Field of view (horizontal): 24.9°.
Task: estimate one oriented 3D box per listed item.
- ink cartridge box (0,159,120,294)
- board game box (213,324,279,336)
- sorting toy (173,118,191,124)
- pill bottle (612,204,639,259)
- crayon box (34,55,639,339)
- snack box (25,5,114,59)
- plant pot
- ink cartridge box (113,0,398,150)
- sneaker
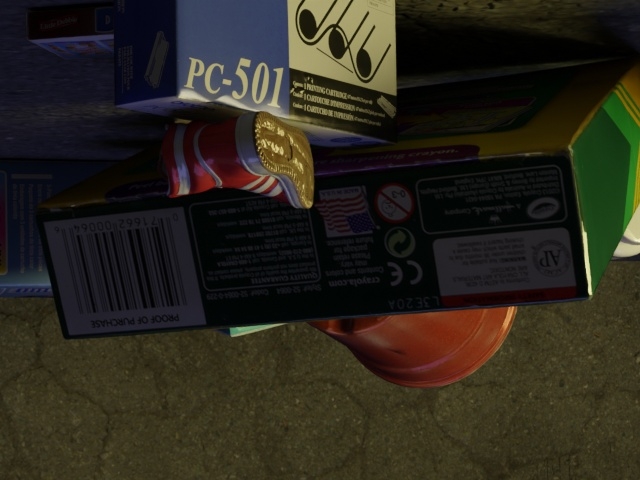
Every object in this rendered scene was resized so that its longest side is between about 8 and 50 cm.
[{"bbox_3d":[-0.253,-0.008,1.734,0.396,0.151,0.270,-1,176,-17],"label":"ink cartridge box"},{"bbox_3d":[0.000,0.000,1.360,0.336,0.079,0.254,-12,-168,-29],"label":"board game box"},{"bbox_3d":[-0.064,-0.092,1.341,0.132,0.046,0.274,-1,175,0],"label":"sorting toy"},{"bbox_3d":[0.371,-0.030,1.846,0.108,0.107,0.180,0,175,-13],"label":"pill bottle"},{"bbox_3d":[0.036,-0.036,1.039,0.363,0.106,0.313,-5,-166,22],"label":"crayon box"},{"bbox_3d":[-0.093,-0.136,0.927,0.178,0.022,0.064,-2,176,11],"label":"snack box"},{"bbox_3d":[0.089,0.041,1.881,0.272,0.272,0.265,-3,166,25],"label":"plant pot"},{"bbox_3d":[-0.029,-0.110,0.805,0.046,0.097,0.207,-5,175,35],"label":"ink cartridge box"},{"bbox_3d":[-0.046,-0.040,0.782,0.067,0.042,0.118,-7,166,15],"label":"sneaker"}]
